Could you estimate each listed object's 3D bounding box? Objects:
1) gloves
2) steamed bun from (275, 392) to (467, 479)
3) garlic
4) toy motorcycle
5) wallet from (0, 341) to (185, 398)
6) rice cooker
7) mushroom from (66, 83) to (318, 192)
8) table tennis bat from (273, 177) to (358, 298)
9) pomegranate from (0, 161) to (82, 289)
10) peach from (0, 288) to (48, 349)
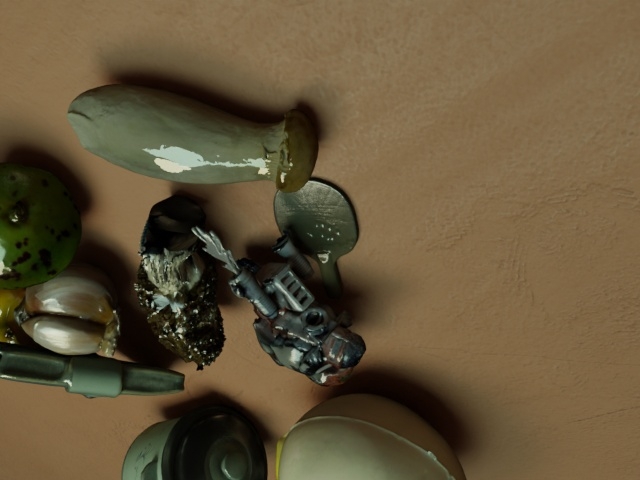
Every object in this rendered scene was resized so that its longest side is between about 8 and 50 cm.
[{"bbox_3d":[-0.231,0.080,1.104,0.135,0.210,0.313,-16,126,-16],"label":"gloves"},{"bbox_3d":[0.097,0.454,1.242,0.333,0.334,0.374,-29,111,38],"label":"steamed bun"},{"bbox_3d":[-0.447,0.115,1.241,0.191,0.214,0.160,20,93,-12],"label":"garlic"},{"bbox_3d":[-0.053,0.101,1.065,0.207,0.134,0.401,4,133,54],"label":"toy motorcycle"},{"bbox_3d":[-0.448,0.251,1.289,0.360,0.083,0.252,14,169,-28],"label":"wallet"},{"bbox_3d":[-0.265,0.498,1.456,0.316,0.265,0.317,-10,164,-3],"label":"rice cooker"},{"bbox_3d":[-0.175,-0.139,0.925,0.349,0.128,0.128,8,134,9],"label":"mushroom"},{"bbox_3d":[0.000,0.000,1.060,0.131,0.022,0.235,1,129,19],"label":"table tennis bat"},{"bbox_3d":[-0.507,-0.018,1.116,0.211,0.211,0.263,36,158,-14],"label":"pomegranate"},{"bbox_3d":[-0.616,0.168,1.387,0.179,0.103,0.179,7,127,9],"label":"peach"}]
